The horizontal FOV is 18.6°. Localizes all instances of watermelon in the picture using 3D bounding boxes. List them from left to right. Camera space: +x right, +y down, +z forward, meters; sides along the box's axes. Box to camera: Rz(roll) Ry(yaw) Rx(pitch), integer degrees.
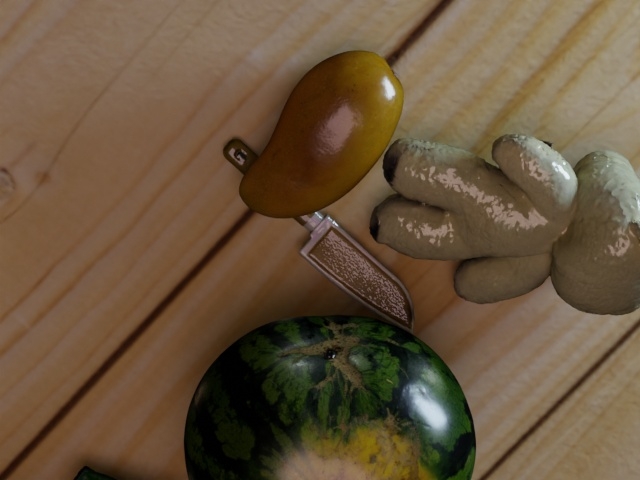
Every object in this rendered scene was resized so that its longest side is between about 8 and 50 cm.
[{"bbox_3d":[0.010,0.195,1.796,0.269,0.269,0.269,-1,110,-3],"label":"watermelon"}]

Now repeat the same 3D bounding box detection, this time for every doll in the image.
[{"bbox_3d":[0.189,-0.028,1.806,0.278,0.175,0.149,15,71,1],"label":"doll"}]

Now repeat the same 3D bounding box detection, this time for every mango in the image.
[{"bbox_3d":[0.003,-0.091,1.772,0.102,0.085,0.184,37,99,-10],"label":"mango"}]

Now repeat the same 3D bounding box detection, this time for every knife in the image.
[{"bbox_3d":[0.000,0.000,1.841,0.256,0.022,0.046,42,84,-13],"label":"knife"}]

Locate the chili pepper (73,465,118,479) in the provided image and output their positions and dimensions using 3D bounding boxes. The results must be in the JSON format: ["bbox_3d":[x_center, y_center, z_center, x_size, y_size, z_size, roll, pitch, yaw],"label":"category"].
[{"bbox_3d":[-0.143,0.295,1.871,0.227,0.059,0.088,21,108,18],"label":"chili pepper"}]
